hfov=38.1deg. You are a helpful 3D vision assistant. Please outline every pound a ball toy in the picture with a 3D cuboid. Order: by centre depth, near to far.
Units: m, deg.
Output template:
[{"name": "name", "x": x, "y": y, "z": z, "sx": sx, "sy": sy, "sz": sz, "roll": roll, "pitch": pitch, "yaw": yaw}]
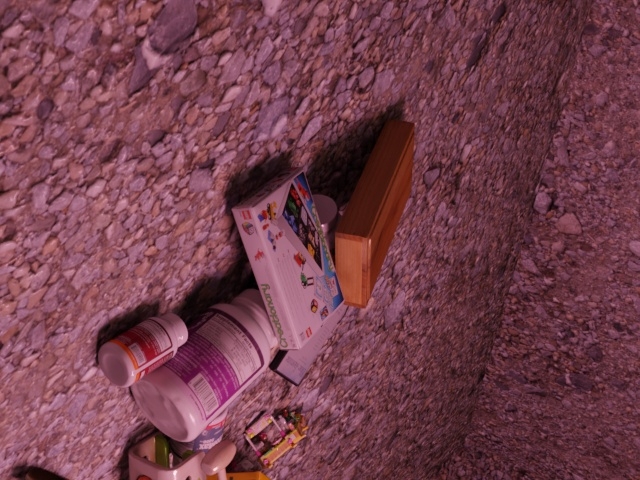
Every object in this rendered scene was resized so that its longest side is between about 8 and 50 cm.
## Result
[{"name": "pound a ball toy", "x": -0.284, "y": 0.530, "z": 1.839, "sx": 0.135, "sy": 0.208, "sz": 0.319, "roll": -28, "pitch": 127, "yaw": -52}]

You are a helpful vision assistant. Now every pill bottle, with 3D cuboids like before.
[{"name": "pill bottle", "x": -0.308, "y": 0.188, "z": 1.631, "sx": 0.152, "sy": 0.086, "sz": 0.086, "roll": -31, "pitch": 142, "yaw": -47}, {"name": "pill bottle", "x": -0.203, "y": 0.227, "z": 1.776, "sx": 0.301, "sy": 0.169, "sz": 0.169, "roll": -42, "pitch": 149, "yaw": -36}, {"name": "pill bottle", "x": -0.258, "y": 0.406, "z": 1.932, "sx": 0.108, "sy": 0.108, "sz": 0.180, "roll": -29, "pitch": 141, "yaw": -49}, {"name": "pill bottle", "x": 0.000, "y": 0.000, "z": 1.982, "sx": 0.117, "sy": 0.117, "sz": 0.208, "roll": -48, "pitch": 152, "yaw": -27}]

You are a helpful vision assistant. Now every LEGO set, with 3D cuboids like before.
[{"name": "LEGO set", "x": -0.117, "y": 0.479, "z": 2.332, "sx": 0.132, "sy": 0.107, "sz": 0.287, "roll": -36, "pitch": 180, "yaw": 40}]

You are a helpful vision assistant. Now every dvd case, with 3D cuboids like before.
[{"name": "dvd case", "x": -0.024, "y": 0.233, "z": 2.295, "sx": 0.253, "sy": 0.022, "sz": 0.180, "roll": -57, "pitch": 155, "yaw": -8}]

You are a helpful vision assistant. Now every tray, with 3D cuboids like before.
[{"name": "tray", "x": 0.126, "y": -0.067, "z": 2.033, "sx": 0.411, "sy": 0.076, "sz": 0.203, "roll": -64, "pitch": 159, "yaw": -44}]

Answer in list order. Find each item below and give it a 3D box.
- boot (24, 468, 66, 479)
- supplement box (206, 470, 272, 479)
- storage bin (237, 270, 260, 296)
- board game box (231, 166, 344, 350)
[{"name": "boot", "x": -0.492, "y": 0.493, "z": 1.616, "sx": 0.165, "sy": 0.077, "sz": 0.213, "roll": -52, "pitch": 157, "yaw": -14}, {"name": "supplement box", "x": -0.185, "y": 0.675, "z": 2.170, "sx": 0.356, "sy": 0.194, "sz": 0.195, "roll": 63, "pitch": 24, "yaw": -61}, {"name": "storage bin", "x": -0.089, "y": 0.121, "z": 1.981, "sx": 0.122, "sy": 0.084, "sz": 0.180, "roll": -55, "pitch": 155, "yaw": -12}, {"name": "board game box", "x": -0.056, "y": 0.034, "z": 1.800, "sx": 0.193, "sy": 0.053, "sz": 0.305, "roll": -42, "pitch": 121, "yaw": -50}]
